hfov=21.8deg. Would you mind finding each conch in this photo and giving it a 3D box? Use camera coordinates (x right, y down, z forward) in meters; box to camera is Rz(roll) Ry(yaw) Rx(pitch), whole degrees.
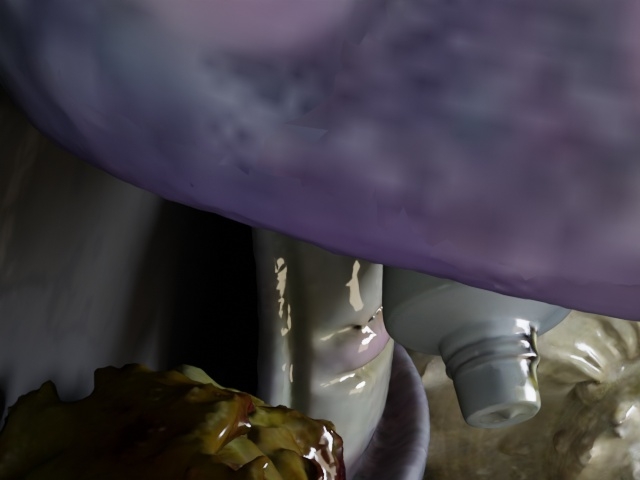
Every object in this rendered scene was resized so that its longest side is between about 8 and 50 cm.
[{"bbox_3d":[0.101,0.031,0.949,0.210,0.352,0.297,-30,145,-32],"label":"conch"}]

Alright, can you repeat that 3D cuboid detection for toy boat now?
[{"bbox_3d":[0.000,0.024,0.787,0.276,0.111,0.294,-58,151,-83],"label":"toy boat"}]

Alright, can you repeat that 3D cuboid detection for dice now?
[{"bbox_3d":[0.074,-0.130,0.462,0.270,0.271,0.270,-31,134,-78],"label":"dice"}]

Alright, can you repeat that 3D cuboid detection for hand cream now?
[{"bbox_3d":[0.048,-0.083,0.707,0.124,0.077,0.341,62,19,-63],"label":"hand cream"}]

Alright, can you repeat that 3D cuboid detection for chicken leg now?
[{"bbox_3d":[-0.065,0.167,0.483,0.361,0.140,0.211,-69,177,-55],"label":"chicken leg"}]
